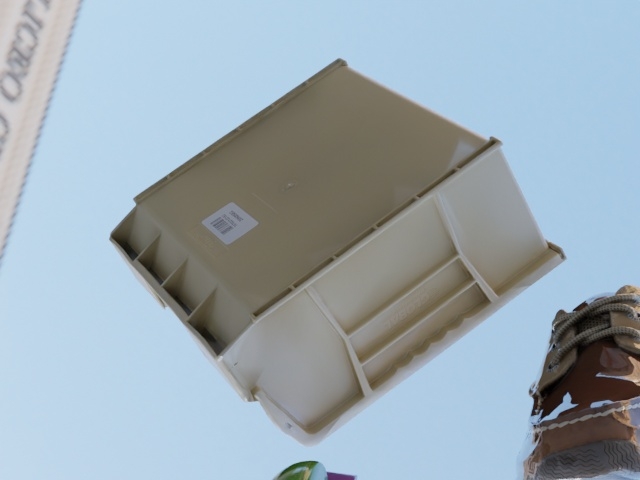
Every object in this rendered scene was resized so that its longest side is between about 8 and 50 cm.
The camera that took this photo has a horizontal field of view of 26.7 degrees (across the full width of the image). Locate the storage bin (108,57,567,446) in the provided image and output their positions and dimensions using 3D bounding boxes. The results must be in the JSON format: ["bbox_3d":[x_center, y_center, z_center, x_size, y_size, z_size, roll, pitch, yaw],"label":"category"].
[{"bbox_3d":[0.000,0.000,1.061,0.260,0.123,0.262,-36,-147,-10],"label":"storage bin"}]

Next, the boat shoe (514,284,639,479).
[{"bbox_3d":[0.185,0.093,0.878,0.123,0.324,0.116,-16,-94,16],"label":"boat shoe"}]

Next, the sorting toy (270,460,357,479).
[{"bbox_3d":[-0.069,0.181,0.728,0.126,0.365,0.127,6,-87,10],"label":"sorting toy"}]
